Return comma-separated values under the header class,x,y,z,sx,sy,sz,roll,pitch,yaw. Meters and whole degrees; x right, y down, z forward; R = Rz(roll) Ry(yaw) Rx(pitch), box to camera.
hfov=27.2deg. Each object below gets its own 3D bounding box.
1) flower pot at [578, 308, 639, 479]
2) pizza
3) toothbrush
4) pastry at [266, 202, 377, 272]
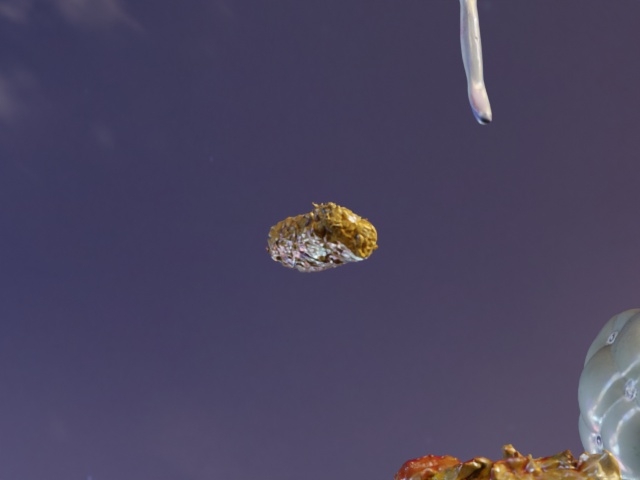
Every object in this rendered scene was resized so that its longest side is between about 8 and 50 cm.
class,x,y,z,sx,sy,sz,roll,pitch,yaw
flower pot,0.411,0.190,1.503,0.246,0.195,0.246,13,-13,3
pizza,0.115,0.185,0.954,0.193,0.053,0.201,11,-33,-21
toothbrush,0.136,-0.222,1.203,0.021,0.269,0.027,7,-26,-19
pastry,0.000,0.000,1.373,0.080,0.056,0.140,30,-19,-16
